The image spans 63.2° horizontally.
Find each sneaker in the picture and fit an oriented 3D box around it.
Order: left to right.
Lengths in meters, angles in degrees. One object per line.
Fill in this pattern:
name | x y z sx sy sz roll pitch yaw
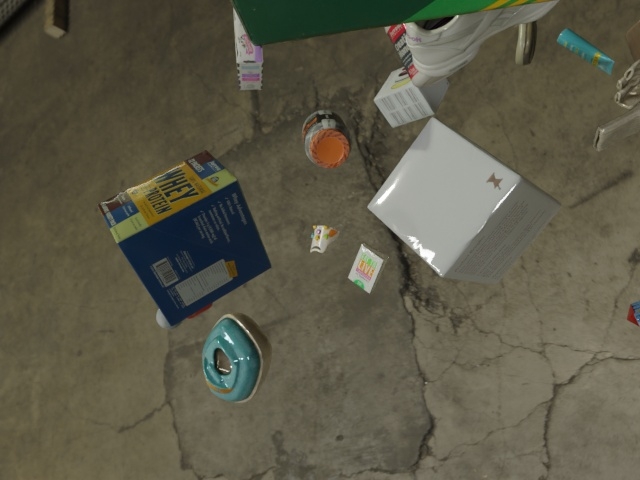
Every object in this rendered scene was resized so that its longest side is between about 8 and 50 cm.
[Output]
sneaker | 0.263 -0.382 0.793 0.305 0.152 0.114 -38 63 13

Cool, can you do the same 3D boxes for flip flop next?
flip flop | 0.416 -0.501 1.094 0.080 0.112 0.276 3 85 30

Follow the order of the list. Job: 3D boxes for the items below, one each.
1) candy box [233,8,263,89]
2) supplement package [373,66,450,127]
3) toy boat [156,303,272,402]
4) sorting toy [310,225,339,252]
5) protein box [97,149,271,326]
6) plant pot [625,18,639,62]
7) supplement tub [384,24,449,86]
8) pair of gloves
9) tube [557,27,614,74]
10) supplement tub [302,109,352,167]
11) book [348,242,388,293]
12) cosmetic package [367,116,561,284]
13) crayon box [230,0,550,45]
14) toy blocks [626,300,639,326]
candy box | -0.196 -0.524 1.421 0.070 0.196 0.164 -3 86 -7
supplement package | 0.357 -0.578 2.030 0.203 0.149 0.194 -8 43 46
toy boat | -0.265 0.258 1.278 0.318 0.148 0.267 43 131 24
sorting toy | 0.000 0.000 1.438 0.083 0.045 0.075 1 65 44
protein box | -0.222 -0.005 0.881 0.201 0.199 0.136 -31 42 -16
plant pot | 0.855 -0.449 1.229 0.263 0.263 0.229 -37 82 22
supplement tub | 0.311 -0.621 1.567 0.191 0.191 0.272 -28 90 27
pair of gloves | 0.538 -0.241 0.804 0.204 0.240 0.042 -31 64 1
tube | 0.885 -0.627 1.727 0.052 0.080 0.207 -46 66 11
supplement tub | 0.026 -0.414 2.138 0.193 0.194 0.316 -49 19 16
book | 0.155 0.091 1.720 0.096 0.035 0.144 34 125 24
cosmetic package | 0.430 -0.100 1.537 0.327 0.394 0.329 47 111 33
crayon box | 0.115 -0.321 0.401 0.313 0.106 0.362 -1 55 21
toy blocks | 0.771 0.149 1.052 0.261 0.381 0.190 -29 97 26
